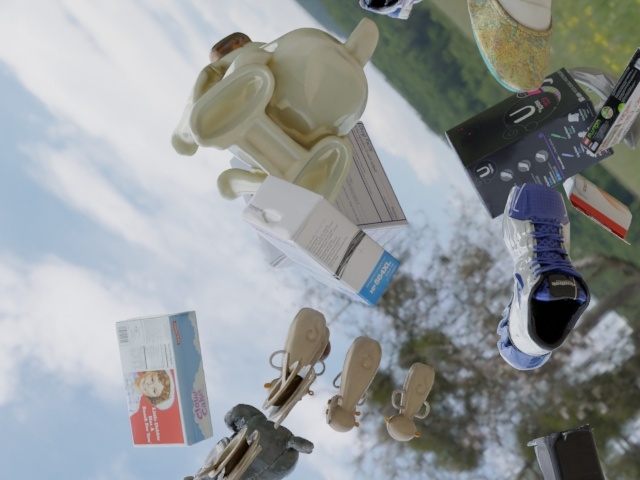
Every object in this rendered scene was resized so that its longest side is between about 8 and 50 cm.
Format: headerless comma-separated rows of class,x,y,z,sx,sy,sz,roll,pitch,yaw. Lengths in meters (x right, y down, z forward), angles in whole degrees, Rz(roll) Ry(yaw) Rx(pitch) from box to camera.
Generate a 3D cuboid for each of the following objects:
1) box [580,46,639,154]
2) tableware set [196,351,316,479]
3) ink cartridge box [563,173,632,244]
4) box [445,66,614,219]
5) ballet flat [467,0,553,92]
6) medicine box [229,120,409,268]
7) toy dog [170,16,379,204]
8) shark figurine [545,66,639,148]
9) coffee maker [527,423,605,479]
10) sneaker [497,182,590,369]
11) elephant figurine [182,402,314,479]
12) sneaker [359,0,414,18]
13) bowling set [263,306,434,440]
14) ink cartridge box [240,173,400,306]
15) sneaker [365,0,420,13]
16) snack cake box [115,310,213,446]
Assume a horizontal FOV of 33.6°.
box,0.547,-0.254,1.873,0.036,0.207,0.114,42,-141,22
tableware set,-0.081,0.226,1.331,0.039,0.194,0.128,38,175,-5
ink cartridge box,0.570,-0.070,2.157,0.145,0.045,0.179,33,-164,-4
box,0.406,-0.192,2.076,0.143,0.270,0.165,56,-170,-30
ballet flat,0.263,-0.366,1.457,0.123,0.123,0.349,31,-136,-42
medicine box,-0.002,-0.101,2.222,0.289,0.149,0.264,-7,-114,-40
toy dog,-0.098,-0.260,1.891,0.284,0.395,0.408,31,180,-22
shark figurine,0.555,-0.320,2.166,0.278,0.166,0.116,29,179,26
coffee maker,0.456,0.435,1.911,0.171,0.120,0.178,53,-157,-73
sneaker,0.386,0.053,1.769,0.127,0.316,0.182,8,167,-9
elephant figurine,-0.154,0.409,1.789,0.169,0.239,0.186,37,150,19
sneaker,0.137,-0.643,2.267,0.147,0.330,0.130,4,170,-4
bowling set,0.022,0.228,1.699,0.287,0.154,0.200,27,165,-19
ink cartridge box,0.000,0.000,1.592,0.148,0.086,0.203,24,167,49
sneaker,0.106,-0.331,1.418,0.038,0.098,0.069,64,-153,0
snack cake box,-0.318,0.283,2.159,0.089,0.152,0.265,-9,-89,-58
